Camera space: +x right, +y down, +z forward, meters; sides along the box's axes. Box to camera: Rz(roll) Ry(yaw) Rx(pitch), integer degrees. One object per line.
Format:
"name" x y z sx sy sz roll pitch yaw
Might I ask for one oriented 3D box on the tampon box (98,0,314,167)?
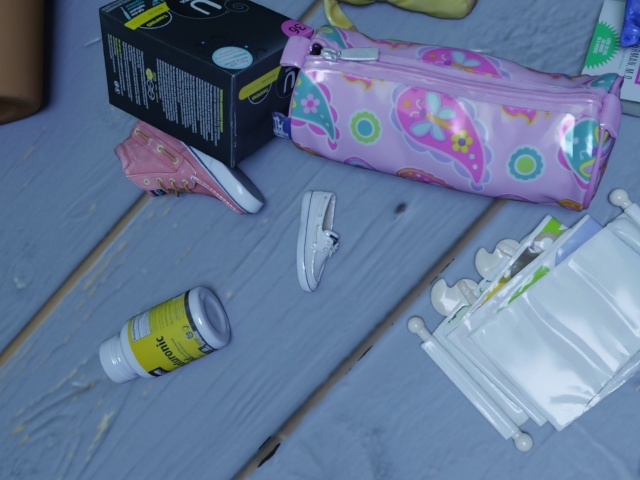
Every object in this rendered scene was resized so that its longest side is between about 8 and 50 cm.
"tampon box" -0.108 -0.167 0.660 0.161 0.101 0.120 29 48 20

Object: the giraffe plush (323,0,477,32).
"giraffe plush" 0.050 -0.300 0.626 0.210 0.170 0.181 -18 76 13

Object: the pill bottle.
"pill bottle" -0.152 0.095 0.670 0.116 0.065 0.065 -25 74 11

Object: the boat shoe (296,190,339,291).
"boat shoe" 0.000 0.000 0.659 0.035 0.035 0.100 -1 73 19

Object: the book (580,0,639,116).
"book" 0.307 -0.151 0.598 0.144 0.035 0.096 16 79 19

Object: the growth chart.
"growth chart" 0.208 0.063 0.591 0.237 0.021 0.172 -36 72 8

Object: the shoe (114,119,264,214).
"shoe" -0.136 -0.066 0.699 0.081 0.063 0.178 -48 66 5

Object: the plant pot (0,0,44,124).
"plant pot" -0.412 -0.225 0.711 0.291 0.291 0.203 -12 93 14

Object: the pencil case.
"pencil case" 0.107 -0.111 0.602 0.284 0.124 0.124 17 85 18

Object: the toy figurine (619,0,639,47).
"toy figurine" 0.303 -0.199 0.502 0.363 0.191 0.217 24 76 23
